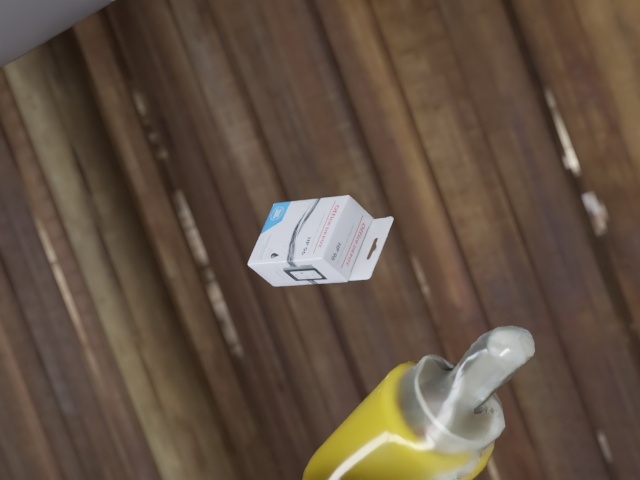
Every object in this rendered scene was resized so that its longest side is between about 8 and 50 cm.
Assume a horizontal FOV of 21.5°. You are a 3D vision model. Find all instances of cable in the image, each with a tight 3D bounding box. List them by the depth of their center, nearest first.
[{"bbox_3d":[-0.028,0.125,0.473,0.072,0.140,0.287,20,-28,-17],"label":"cable"}]

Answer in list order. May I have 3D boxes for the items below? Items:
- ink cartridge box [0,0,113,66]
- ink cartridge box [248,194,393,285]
[{"bbox_3d":[-0.098,-0.225,0.651,0.307,0.223,0.129,-24,-9,33],"label":"ink cartridge box"},{"bbox_3d":[0.000,0.000,1.041,0.083,0.028,0.048,-5,53,43],"label":"ink cartridge box"}]
